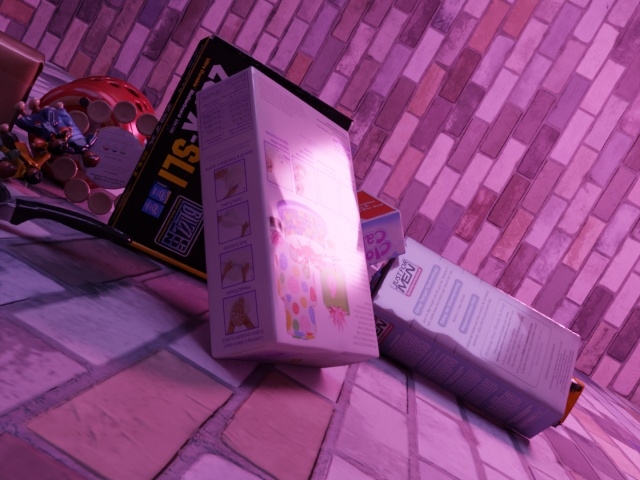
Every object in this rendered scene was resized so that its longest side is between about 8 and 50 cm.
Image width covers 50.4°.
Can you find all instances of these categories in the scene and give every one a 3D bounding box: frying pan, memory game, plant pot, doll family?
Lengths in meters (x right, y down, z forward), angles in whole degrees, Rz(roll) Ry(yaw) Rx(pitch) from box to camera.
[{"bbox_3d":[-0.389,-0.062,0.755,0.197,0.053,0.326,34,5,34],"label":"frying pan"},{"bbox_3d":[-0.319,-0.127,1.048,0.186,0.186,0.012,29,-10,-10],"label":"memory game"},{"bbox_3d":[-0.387,-0.182,1.148,0.191,0.191,0.174,29,12,-5],"label":"plant pot"},{"bbox_3d":[-0.399,-0.133,0.963,0.111,0.193,0.076,47,-31,10],"label":"doll family"}]

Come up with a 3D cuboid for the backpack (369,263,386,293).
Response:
[{"bbox_3d":[0.165,0.135,1.467,0.158,0.117,0.173,36,6,7],"label":"backpack"}]

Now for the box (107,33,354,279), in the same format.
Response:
[{"bbox_3d":[-0.133,-0.102,1.026,0.257,0.322,0.079,28,-1,-23],"label":"box"}]

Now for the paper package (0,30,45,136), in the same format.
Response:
[{"bbox_3d":[-0.624,-0.300,1.073,0.324,0.168,0.309,26,7,-26],"label":"paper package"}]

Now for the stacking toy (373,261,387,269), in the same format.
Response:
[{"bbox_3d":[0.165,0.072,1.808,0.221,0.167,0.052,31,6,3],"label":"stacking toy"}]

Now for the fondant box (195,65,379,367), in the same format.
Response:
[{"bbox_3d":[-0.038,-0.015,0.854,0.096,0.330,0.238,-17,-21,28],"label":"fondant box"}]

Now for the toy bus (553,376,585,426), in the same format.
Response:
[{"bbox_3d":[0.458,0.313,1.462,0.332,0.108,0.130,24,8,-47],"label":"toy bus"}]

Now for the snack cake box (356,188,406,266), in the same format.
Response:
[{"bbox_3d":[0.000,0.000,1.224,0.264,0.089,0.152,-18,23,-16],"label":"snack cake box"}]

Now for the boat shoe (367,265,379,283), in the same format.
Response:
[{"bbox_3d":[0.106,0.082,1.956,0.226,0.083,0.076,40,-9,-14],"label":"boat shoe"}]

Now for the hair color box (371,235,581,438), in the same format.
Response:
[{"bbox_3d":[0.266,0.173,1.235,0.374,0.114,0.185,31,50,2],"label":"hair color box"}]
